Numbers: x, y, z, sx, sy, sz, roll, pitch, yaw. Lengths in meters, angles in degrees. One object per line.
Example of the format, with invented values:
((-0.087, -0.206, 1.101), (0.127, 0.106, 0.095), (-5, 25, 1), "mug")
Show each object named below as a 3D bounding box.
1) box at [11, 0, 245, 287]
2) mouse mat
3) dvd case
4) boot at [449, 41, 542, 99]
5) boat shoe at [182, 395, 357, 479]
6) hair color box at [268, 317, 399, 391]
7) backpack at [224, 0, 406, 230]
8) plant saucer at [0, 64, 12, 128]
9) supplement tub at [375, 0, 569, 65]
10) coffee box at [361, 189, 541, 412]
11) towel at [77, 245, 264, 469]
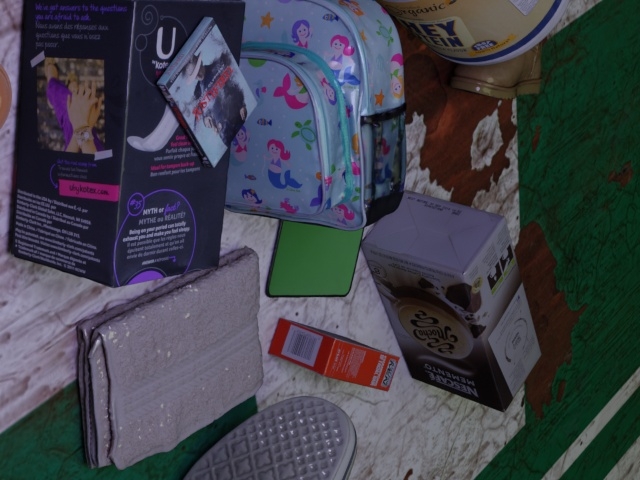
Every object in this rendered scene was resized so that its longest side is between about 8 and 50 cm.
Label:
((-0.187, -0.108, 1.319), (0.165, 0.143, 0.270), (-11, 113, -54), "box")
((0.000, 0.000, 1.750), (0.189, 0.007, 0.153), (3, 102, -56), "mouse mat")
((-0.105, -0.138, 1.284), (0.087, 0.013, 0.119), (-58, 143, -25), "dvd case")
((0.264, -0.340, 1.913), (0.236, 0.089, 0.270), (-20, 120, -62), "boot")
((-0.113, 0.411, 1.622), (0.500, 0.186, 0.156), (-59, 149, -11), "boat shoe")
((0.019, 0.149, 1.764), (0.167, 0.093, 0.053), (20, 88, -55), "hair color box")
((-0.027, -0.146, 1.462), (0.191, 0.225, 0.254), (-17, 113, -56), "backpack")
((-0.314, -0.128, 1.247), (0.083, 0.013, 0.083), (-27, 125, -46), "plant saucer")
((0.144, -0.359, 1.603), (0.316, 0.228, 0.228), (26, 82, -55), "supplement tub")
((0.189, 0.087, 1.909), (0.119, 0.168, 0.297), (-52, 140, -28), "coffee box")
((-0.160, 0.133, 1.545), (0.282, 0.049, 0.187), (-28, 126, -46), "towel")
